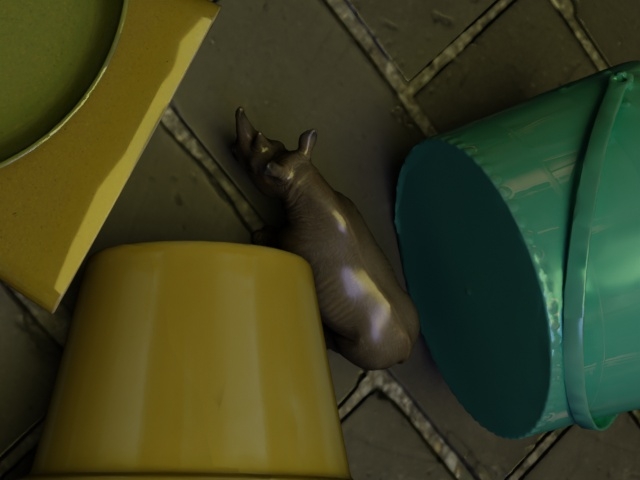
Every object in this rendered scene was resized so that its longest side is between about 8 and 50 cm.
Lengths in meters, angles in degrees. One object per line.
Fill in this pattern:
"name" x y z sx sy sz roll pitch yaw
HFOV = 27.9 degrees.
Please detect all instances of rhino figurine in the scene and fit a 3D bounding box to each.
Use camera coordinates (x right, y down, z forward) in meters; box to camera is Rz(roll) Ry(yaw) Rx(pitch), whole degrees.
"rhino figurine" 0.000 0.000 0.989 0.073 0.106 0.243 -36 108 -22

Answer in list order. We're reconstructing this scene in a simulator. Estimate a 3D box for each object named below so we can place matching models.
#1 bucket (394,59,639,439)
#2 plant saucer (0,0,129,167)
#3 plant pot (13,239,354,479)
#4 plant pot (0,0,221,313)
"bucket" 0.192 0.014 0.998 0.183 0.281 0.281 -17 101 -18
"plant saucer" -0.226 -0.145 0.745 0.241 0.037 0.241 0 81 1
"plant pot" -0.090 0.132 0.903 0.254 0.254 0.239 5 77 -24
"plant pot" -0.206 -0.090 0.850 0.187 0.212 0.212 29 83 -8
